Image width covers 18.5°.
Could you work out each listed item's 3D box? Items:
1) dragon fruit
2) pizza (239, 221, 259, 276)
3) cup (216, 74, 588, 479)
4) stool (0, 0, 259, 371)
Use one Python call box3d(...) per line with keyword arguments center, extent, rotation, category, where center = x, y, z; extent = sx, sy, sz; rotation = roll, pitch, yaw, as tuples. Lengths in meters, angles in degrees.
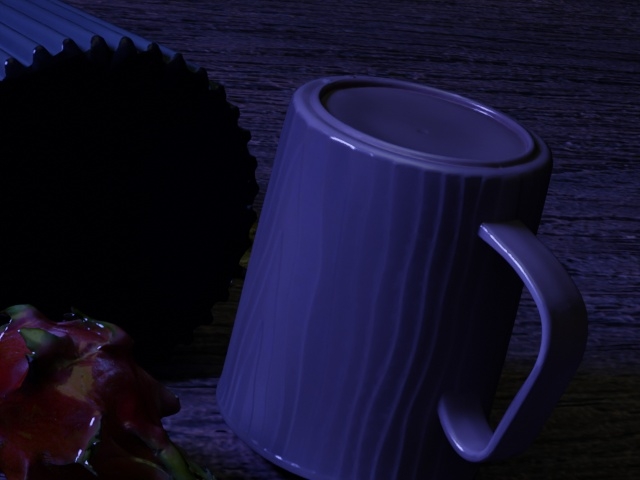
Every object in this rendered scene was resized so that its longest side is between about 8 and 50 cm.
box3d(center=(-0.162, 0.136, 1.382), extent=(0.236, 0.135, 0.137), rotation=(39, 29, 22), category="dragon fruit")
box3d(center=(-0.057, 0.010, 1.815), extent=(0.109, 0.026, 0.123), rotation=(22, 27, 26), category="pizza")
box3d(center=(0.054, 0.045, 1.459), extent=(0.208, 0.273, 0.288), rotation=(8, 21, -14), category="cup")
box3d(center=(-0.252, -0.068, 1.632), extent=(0.297, 0.297, 0.330), rotation=(-6, 22, -28), category="stool")
